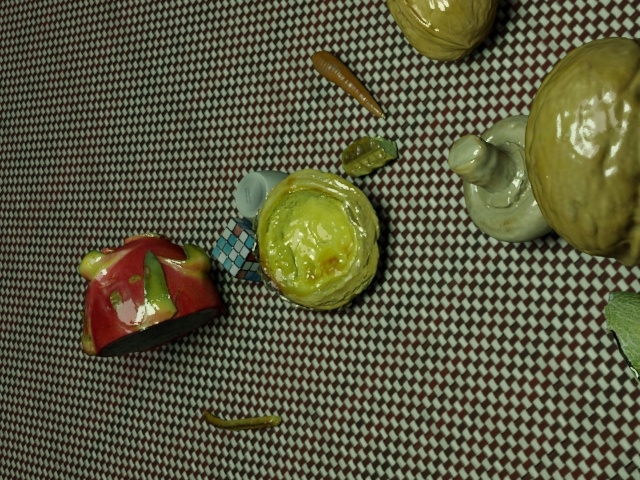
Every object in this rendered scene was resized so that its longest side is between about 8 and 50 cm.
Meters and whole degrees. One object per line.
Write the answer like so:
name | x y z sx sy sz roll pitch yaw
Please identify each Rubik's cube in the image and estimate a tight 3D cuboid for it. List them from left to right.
Rubik's cube | -0.143 0.019 2.215 0.092 0.092 0.092 43 111 37

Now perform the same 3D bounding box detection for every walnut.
walnut | 0.209 -0.421 1.922 0.193 0.193 0.225 -31 67 34
walnut | 0.447 -0.125 1.593 0.333 0.333 0.332 -8 78 40

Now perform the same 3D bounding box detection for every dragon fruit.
dragon fruit | -0.360 0.093 2.257 0.305 0.305 0.225 -29 75 35

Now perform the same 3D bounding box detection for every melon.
melon | 0.501 0.143 1.653 0.140 0.093 0.202 -16 40 12

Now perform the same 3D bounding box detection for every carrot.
carrot | 0.057 -0.298 2.128 0.216 0.048 0.048 45 113 30

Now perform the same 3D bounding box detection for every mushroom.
mushroom | 0.314 -0.107 1.776 0.206 0.209 0.206 -7 65 16

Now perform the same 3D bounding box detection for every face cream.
face cream | -0.100 -0.081 2.185 0.117 0.104 0.117 -8 78 41

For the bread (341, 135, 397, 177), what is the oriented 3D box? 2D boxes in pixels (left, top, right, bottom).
bread | 0.085 -0.159 2.069 0.110 0.060 0.066 -27 95 36

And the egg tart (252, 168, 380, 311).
egg tart | 0.000 0.000 2.077 0.279 0.095 0.278 4 98 32

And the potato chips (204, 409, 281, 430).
potato chips | -0.159 0.361 2.221 0.204 0.026 0.037 -5 66 41
